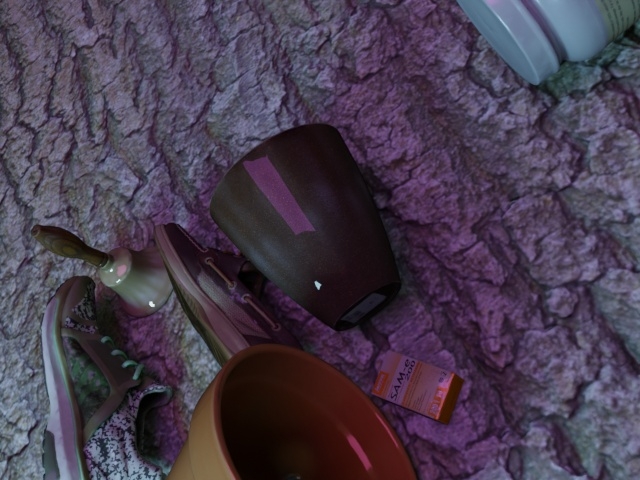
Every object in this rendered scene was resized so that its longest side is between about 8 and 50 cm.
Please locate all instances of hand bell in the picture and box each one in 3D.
[{"bbox_3d":[-0.350,0.027,1.198,0.126,0.242,0.126,-13,63,27],"label":"hand bell"}]

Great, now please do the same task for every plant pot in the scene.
[{"bbox_3d":[-0.056,0.294,0.892,0.203,0.291,0.291,-46,51,26],"label":"plant pot"},{"bbox_3d":[0.000,0.000,1.038,0.215,0.215,0.230,-39,69,11],"label":"plant pot"}]

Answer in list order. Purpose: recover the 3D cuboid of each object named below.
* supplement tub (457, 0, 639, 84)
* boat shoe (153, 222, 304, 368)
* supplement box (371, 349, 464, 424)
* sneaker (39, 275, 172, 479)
[{"bbox_3d":[0.338,-0.375,0.957,0.325,0.235,0.235,-40,54,11],"label":"supplement tub"},{"bbox_3d":[-0.140,0.076,1.143,0.123,0.123,0.342,-27,45,-17],"label":"boat shoe"},{"bbox_3d":[0.121,0.183,0.964,0.098,0.036,0.062,14,76,36],"label":"supplement box"},{"bbox_3d":[-0.320,0.230,1.187,0.182,0.158,0.410,-11,57,-7],"label":"sneaker"}]
